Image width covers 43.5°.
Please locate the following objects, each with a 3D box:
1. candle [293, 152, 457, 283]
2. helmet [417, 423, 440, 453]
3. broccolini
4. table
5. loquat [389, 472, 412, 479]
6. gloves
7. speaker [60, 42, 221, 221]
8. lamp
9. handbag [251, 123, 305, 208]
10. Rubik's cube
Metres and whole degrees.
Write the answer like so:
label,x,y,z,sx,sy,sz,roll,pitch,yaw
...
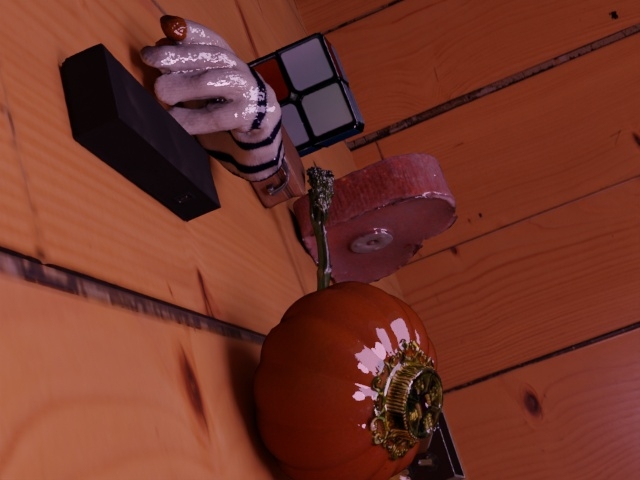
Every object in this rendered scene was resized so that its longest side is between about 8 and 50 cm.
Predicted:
label,x,y,z,sx,sy,sz,roll,pitch,yaw
candle,0.076,-0.041,1.497,0.317,0.287,0.131,-54,-133,48
helmet,0.070,0.216,1.148,0.224,0.130,0.198,59,5,4
broccolini,0.000,0.000,1.292,0.051,0.054,0.239,-6,96,-49
table,0.141,0.316,1.402,0.111,0.122,0.240,28,38,-49
loquat,0.094,0.366,1.040,0.137,0.113,0.137,34,37,-31
gloves,-0.121,-0.176,0.957,0.140,0.131,0.218,-105,178,-47
speaker,-0.164,-0.094,0.765,0.218,0.044,0.082,48,23,-67
lamp,0.028,0.154,0.842,0.223,0.197,0.223,-7,100,-49
handbag,-0.090,-0.151,1.246,0.151,0.072,0.193,-95,163,-59
Rubik's cube,-0.036,-0.249,1.441,0.167,0.183,0.180,-37,107,-81
